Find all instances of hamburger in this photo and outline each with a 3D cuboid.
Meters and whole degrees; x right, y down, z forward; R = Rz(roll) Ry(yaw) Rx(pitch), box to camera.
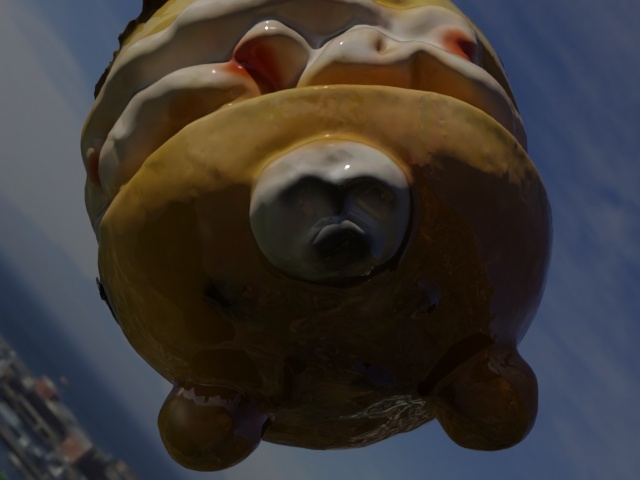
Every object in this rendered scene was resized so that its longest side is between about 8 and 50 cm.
[{"bbox_3d":[0.000,0.000,0.747,0.237,0.276,0.276,-97,164,-44],"label":"hamburger"}]

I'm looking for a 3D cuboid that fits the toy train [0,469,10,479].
[{"bbox_3d":[-0.218,0.117,0.593,0.326,0.159,0.129,53,-36,-7],"label":"toy train"}]
